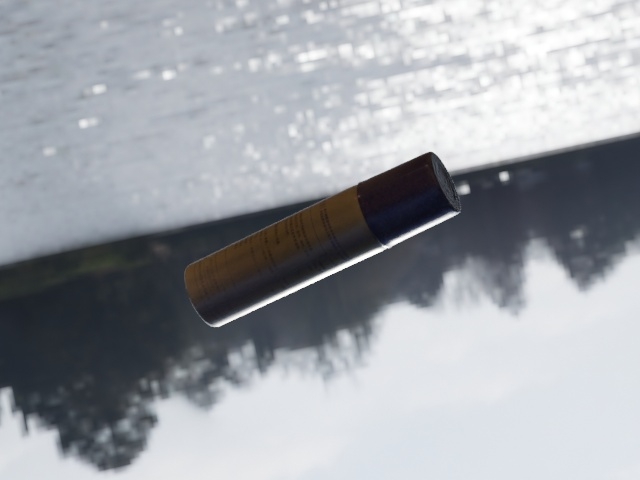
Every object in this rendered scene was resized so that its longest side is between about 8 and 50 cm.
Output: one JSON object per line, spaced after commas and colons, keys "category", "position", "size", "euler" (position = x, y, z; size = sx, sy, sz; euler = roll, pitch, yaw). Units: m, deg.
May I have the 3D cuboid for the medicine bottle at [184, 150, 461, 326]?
{"category": "medicine bottle", "position": [0.000, 0.000, 1.338], "size": [0.231, 0.059, 0.059], "euler": [-25, 178, 18]}
